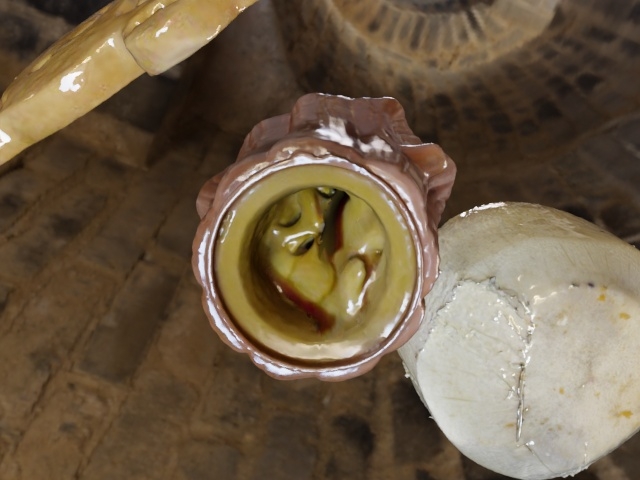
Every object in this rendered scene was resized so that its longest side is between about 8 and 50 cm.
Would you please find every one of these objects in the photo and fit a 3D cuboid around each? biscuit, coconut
[{"bbox_3d":[-0.060,-0.093,0.361,0.027,0.184,0.133,54,-147,-24],"label":"biscuit"},{"bbox_3d":[0.269,0.123,1.220,0.346,0.346,0.360,19,-171,-13],"label":"coconut"}]

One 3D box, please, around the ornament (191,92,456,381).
[{"bbox_3d":[0.000,0.000,0.738,0.235,0.221,0.217,-4,-167,5],"label":"ornament"}]
